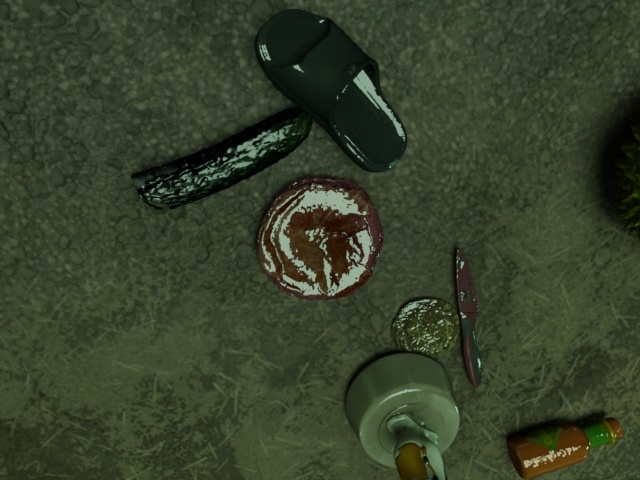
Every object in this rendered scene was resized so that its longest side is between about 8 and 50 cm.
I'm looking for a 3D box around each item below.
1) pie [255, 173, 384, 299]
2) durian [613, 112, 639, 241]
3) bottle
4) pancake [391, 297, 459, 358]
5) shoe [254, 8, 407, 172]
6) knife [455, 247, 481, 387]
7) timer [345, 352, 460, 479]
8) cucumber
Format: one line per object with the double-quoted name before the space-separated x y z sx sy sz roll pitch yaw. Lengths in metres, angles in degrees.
"pie" 0.000 0.000 0.755 0.182 0.049 0.183 -2 103 -8
"durian" 0.519 -0.082 0.718 0.291 0.224 0.291 2 87 -38
"bottle" 0.414 0.341 0.915 0.186 0.069 0.069 -16 109 -4
"pancake" 0.163 0.139 0.842 0.114 0.011 0.115 -2 108 -7
"shoe" 0.035 -0.186 0.661 0.241 0.093 0.108 44 73 -23
"knife" 0.232 0.123 0.840 0.035 0.018 0.248 -18 112 -16
"timer" 0.139 0.301 0.752 0.175 0.266 0.175 -2 112 -6
"cucumber" -0.115 -0.104 0.699 0.245 0.067 0.067 -22 110 -1
